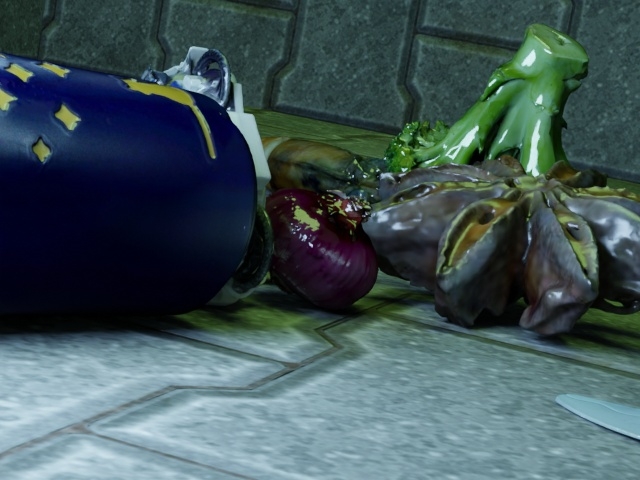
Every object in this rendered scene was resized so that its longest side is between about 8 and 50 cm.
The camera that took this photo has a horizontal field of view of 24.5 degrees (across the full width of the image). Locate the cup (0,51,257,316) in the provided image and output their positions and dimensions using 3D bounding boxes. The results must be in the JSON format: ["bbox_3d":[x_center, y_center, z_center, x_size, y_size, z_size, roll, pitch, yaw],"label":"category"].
[{"bbox_3d":[-0.198,-0.067,0.995,0.256,0.178,0.255,4,53,-47],"label":"cup"}]

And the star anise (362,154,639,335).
[{"bbox_3d":[0.182,0.002,1.307,0.332,0.117,0.331,0,17,0],"label":"star anise"}]

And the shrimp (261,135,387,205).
[{"bbox_3d":[0.058,-0.067,1.882,0.272,0.085,0.445,13,3,-20],"label":"shrimp"}]

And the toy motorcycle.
[{"bbox_3d":[-0.090,-0.039,1.147,0.102,0.221,0.150,4,-35,-31],"label":"toy motorcycle"}]

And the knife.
[{"bbox_3d":[0.259,0.130,0.925,0.260,0.034,0.063,7,17,33],"label":"knife"}]

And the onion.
[{"bbox_3d":[0.000,0.000,1.198,0.115,0.104,0.115,39,20,-16],"label":"onion"}]

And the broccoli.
[{"bbox_3d":[0.206,-0.094,1.548,0.254,0.269,0.269,22,9,3],"label":"broccoli"}]
